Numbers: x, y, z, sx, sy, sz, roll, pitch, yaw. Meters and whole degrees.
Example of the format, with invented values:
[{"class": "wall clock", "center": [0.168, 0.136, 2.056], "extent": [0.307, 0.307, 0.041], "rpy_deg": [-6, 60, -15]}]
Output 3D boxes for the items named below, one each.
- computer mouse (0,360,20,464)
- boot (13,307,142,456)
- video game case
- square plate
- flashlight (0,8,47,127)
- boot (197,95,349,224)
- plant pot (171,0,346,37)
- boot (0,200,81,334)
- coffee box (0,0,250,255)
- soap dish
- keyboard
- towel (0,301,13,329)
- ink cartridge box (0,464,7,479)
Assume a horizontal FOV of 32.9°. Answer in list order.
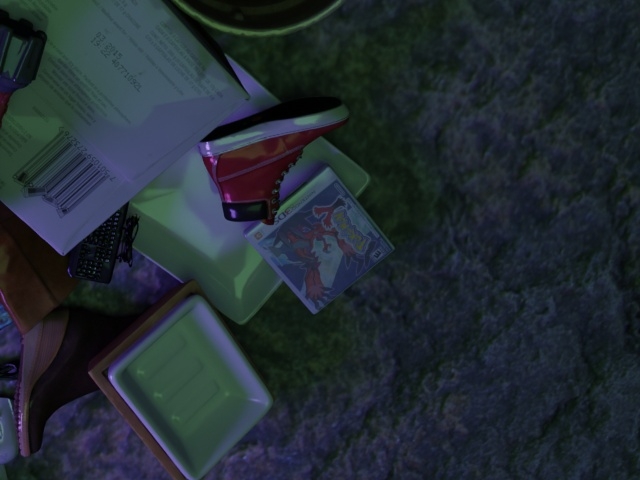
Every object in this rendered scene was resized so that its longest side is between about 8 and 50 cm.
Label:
[{"class": "computer mouse", "center": [-0.543, 0.302, 1.834], "extent": [0.106, 0.042, 0.193], "rpy_deg": [-12, 113, -21]}, {"class": "boot", "center": [-0.399, 0.239, 1.809], "extent": [0.206, 0.090, 0.249], "rpy_deg": [5, 92, -22]}, {"class": "video game case", "center": [0.000, 0.000, 1.829], "extent": [0.183, 0.023, 0.201], "rpy_deg": [-39, 117, 2]}, {"class": "square plate", "center": [-0.148, -0.080, 1.795], "extent": [0.347, 0.049, 0.344], "rpy_deg": [38, 98, -25]}, {"class": "flashlight", "center": [-0.412, -0.119, 1.311], "extent": [0.103, 0.103, 0.304], "rpy_deg": [21, 108, -18]}, {"class": "boot", "center": [-0.055, -0.122, 1.732], "extent": [0.244, 0.088, 0.176], "rpy_deg": [-18, 115, 1]}, {"class": "plant pot", "center": [-0.111, -0.476, 1.506], "extent": [0.333, 0.305, 0.334], "rpy_deg": [-6, 112, -14]}, {"class": "boot", "center": [-0.539, 0.033, 1.692], "extent": [0.264, 0.096, 0.280], "rpy_deg": [-45, 123, -28]}, {"class": "coffee box", "center": [-0.352, -0.253, 1.510], "extent": [0.338, 0.334, 0.338], "rpy_deg": [-40, 116, 6]}, {"class": "soap dish", "center": [-0.234, 0.238, 1.822], "extent": [0.229, 0.118, 0.291], "rpy_deg": [-43, 121, -21]}, {"class": "keyboard", "center": [-0.336, -0.018, 1.724], "extent": [0.100, 0.038, 0.192], "rpy_deg": [10, 109, -18]}, {"class": "towel", "center": [-0.710, 0.115, 1.726], "extent": [0.370, 0.040, 0.272], "rpy_deg": [-29, 116, -3]}, {"class": "ink cartridge box", "center": [-0.669, 0.362, 1.840], "extent": [0.232, 0.066, 0.189], "rpy_deg": [-19, 116, -31]}]
